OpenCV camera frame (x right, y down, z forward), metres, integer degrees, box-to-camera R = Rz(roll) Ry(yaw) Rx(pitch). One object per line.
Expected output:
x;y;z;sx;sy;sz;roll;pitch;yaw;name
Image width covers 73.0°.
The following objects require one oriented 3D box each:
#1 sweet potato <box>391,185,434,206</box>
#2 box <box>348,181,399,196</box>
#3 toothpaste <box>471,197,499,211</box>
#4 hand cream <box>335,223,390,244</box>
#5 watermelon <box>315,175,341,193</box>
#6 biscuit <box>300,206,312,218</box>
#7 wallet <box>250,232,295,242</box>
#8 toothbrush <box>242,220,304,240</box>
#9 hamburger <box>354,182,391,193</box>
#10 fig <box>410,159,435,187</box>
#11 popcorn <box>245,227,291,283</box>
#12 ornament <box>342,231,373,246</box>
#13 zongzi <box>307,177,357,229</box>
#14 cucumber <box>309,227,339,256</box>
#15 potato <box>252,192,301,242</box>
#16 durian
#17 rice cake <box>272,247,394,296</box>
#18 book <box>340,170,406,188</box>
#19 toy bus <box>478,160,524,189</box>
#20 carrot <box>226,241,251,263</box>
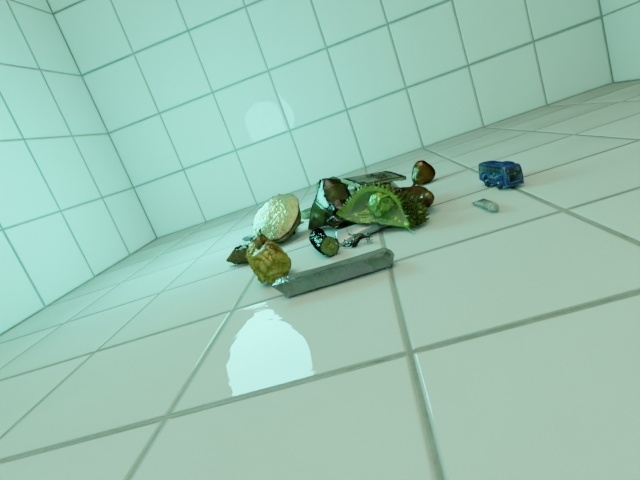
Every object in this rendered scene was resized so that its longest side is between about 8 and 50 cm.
0.393;-0.178;1.756;0.106;0.095;0.354;23;6;-15;sweet potato
0.248;-0.250;2.116;0.233;0.150;0.066;-6;59;43;box
0.553;-0.122;1.445;0.048;0.031;0.190;-22;11;7;toothpaste
0.179;-0.047;1.632;0.256;0.048;0.079;-19;37;-1;hand cream
0.118;-0.259;2.367;0.193;0.139;0.257;-20;27;-23;watermelon
-0.016;-0.175;2.421;0.200;0.040;0.121;-21;16;-12;biscuit
-0.234;-0.028;2.158;0.251;0.044;0.149;-19;17;1;wallet
-0.256;-0.051;2.306;0.376;0.028;0.037;-15;7;22;toothbrush
0.227;-0.188;1.888;0.156;0.245;0.282;4;-27;-1;hamburger
0.506;-0.322;2.177;0.152;0.119;0.119;-62;2;18;fig
-0.182;0.073;1.506;0.140;0.163;0.194;-41;50;-7;popcorn
0.137;-0.001;1.539;0.125;0.028;0.073;8;52;50;ornament
0.040;-0.081;1.903;0.154;0.317;0.289;11;37;-22;zongzi
0.000;0.000;1.653;0.081;0.072;0.303;-24;13;-8;cucumber
-0.200;-0.083;2.062;0.240;0.115;0.298;-5;50;16;potato
0.244;-0.119;1.597;0.356;0.169;0.158;16;-7;41;durian
0.039;0.094;1.262;0.366;0.056;0.072;-18;14;9;rice cake
0.223;-0.261;1.823;0.232;0.026;0.157;-13;22;-22;book
0.676;-0.253;1.640;0.079;0.093;0.236;-20;13;0;toy bus
-0.320;0.061;1.858;0.263;0.101;0.102;-17;13;39;carrot
